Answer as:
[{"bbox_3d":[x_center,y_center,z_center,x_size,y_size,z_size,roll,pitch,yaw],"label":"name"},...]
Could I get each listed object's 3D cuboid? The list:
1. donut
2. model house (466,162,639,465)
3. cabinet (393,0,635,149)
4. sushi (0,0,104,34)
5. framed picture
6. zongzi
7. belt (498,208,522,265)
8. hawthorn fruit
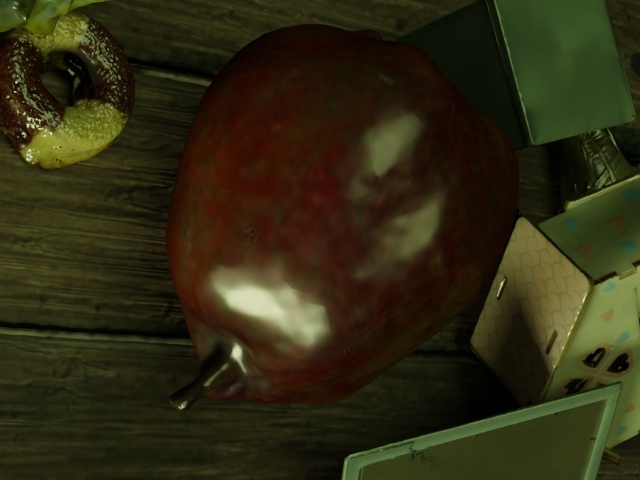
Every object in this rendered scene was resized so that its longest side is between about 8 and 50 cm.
[{"bbox_3d":[-0.223,-0.133,0.998,0.140,0.059,0.140,7,78,-35],"label":"donut"},{"bbox_3d":[0.280,0.094,1.184,0.244,0.169,0.326,-27,131,-10],"label":"model house"},{"bbox_3d":[0.174,-0.158,1.163,0.145,0.206,0.150,-16,91,-33],"label":"cabinet"},{"bbox_3d":[-0.300,-0.284,0.779,0.396,0.351,0.240,-22,78,-33],"label":"sushi"},{"bbox_3d":[0.140,0.248,1.095,0.296,0.019,0.232,-10,126,-24],"label":"framed picture"},{"bbox_3d":[0.288,-0.032,1.301,0.176,0.078,0.160,-40,98,-22],"label":"zongzi"},{"bbox_3d":[0.141,-0.009,1.181,0.140,0.105,0.058,13,76,-20],"label":"belt"},{"bbox_3d":[0.014,-0.017,0.995,0.308,0.308,0.325,5,89,-32],"label":"hawthorn fruit"}]
